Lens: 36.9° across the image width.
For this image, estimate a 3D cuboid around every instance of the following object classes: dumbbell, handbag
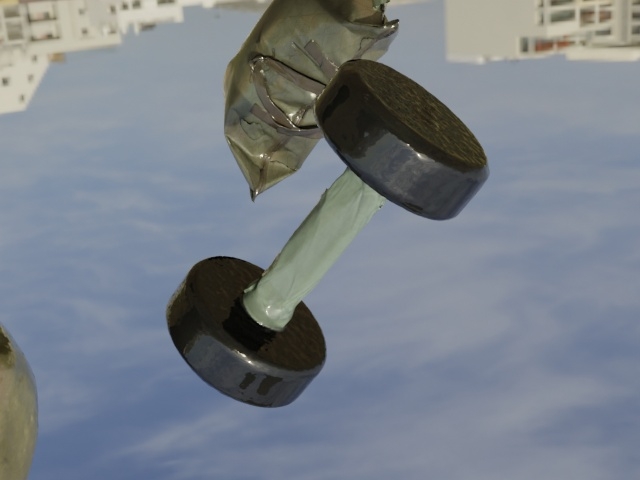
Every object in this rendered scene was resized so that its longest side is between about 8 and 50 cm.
[{"bbox_3d":[0.000,0.000,0.541,0.100,0.191,0.100,31,-154,-16],"label":"dumbbell"},{"bbox_3d":[-0.011,-0.166,0.888,0.117,0.270,0.182,16,-129,-29],"label":"handbag"}]

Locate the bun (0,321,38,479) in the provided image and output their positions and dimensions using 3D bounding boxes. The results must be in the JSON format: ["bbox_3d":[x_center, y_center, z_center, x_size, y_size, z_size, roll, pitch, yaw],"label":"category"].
[{"bbox_3d":[-0.268,0.120,0.571,0.179,0.193,0.128,5,-179,11],"label":"bun"}]
